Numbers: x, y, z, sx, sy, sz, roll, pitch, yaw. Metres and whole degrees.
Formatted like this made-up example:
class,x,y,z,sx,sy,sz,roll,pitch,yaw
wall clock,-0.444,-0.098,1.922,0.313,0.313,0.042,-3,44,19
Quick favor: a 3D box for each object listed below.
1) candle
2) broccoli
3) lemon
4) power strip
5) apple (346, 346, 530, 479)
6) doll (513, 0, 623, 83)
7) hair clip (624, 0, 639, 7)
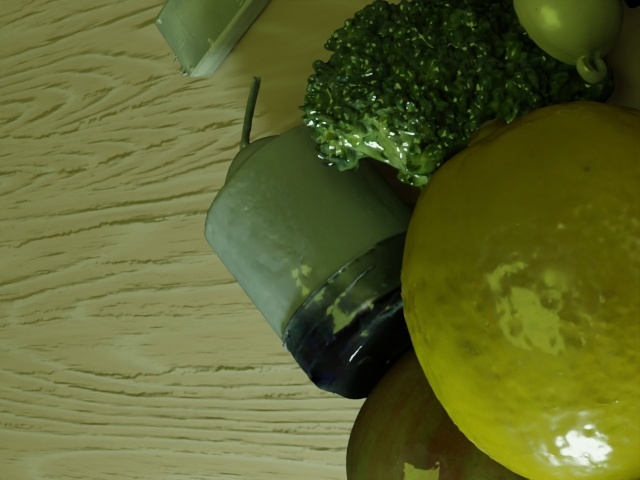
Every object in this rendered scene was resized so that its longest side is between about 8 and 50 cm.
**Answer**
class,x,y,z,sx,sy,sz,roll,pitch,yaw
candle,0.000,0.000,1.270,0.342,0.221,0.221,51,130,23
broccoli,0.141,-0.138,1.146,0.288,0.248,0.245,27,156,22
lemon,0.233,0.045,0.959,0.348,0.348,0.347,14,111,39
power strip,-0.098,-0.341,1.370,0.367,0.043,0.106,-44,73,40
apple,0.158,0.230,1.182,0.257,0.257,0.233,12,79,39
doll,0.201,-0.274,1.036,0.117,0.141,0.296,-30,67,47
hair clip,0.345,-0.297,0.874,0.194,0.206,0.310,42,128,30
